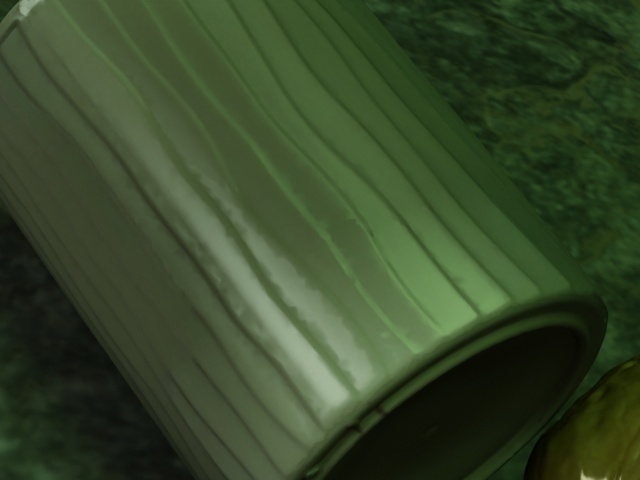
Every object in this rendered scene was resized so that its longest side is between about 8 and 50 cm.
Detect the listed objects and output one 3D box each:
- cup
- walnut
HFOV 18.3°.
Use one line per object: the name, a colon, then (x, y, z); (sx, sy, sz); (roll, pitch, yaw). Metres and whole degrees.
cup: (-0.016, 0.010, 0.980); (0.208, 0.288, 0.273); (-33, 64, -11)
walnut: (0.176, 0.124, 0.987); (0.144, 0.144, 0.180); (46, 31, 20)
